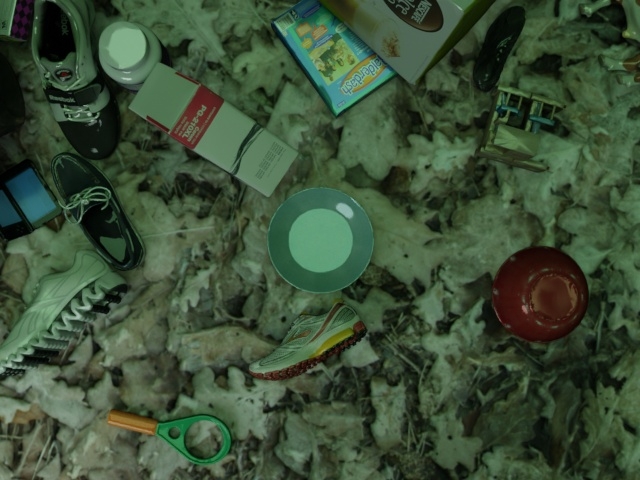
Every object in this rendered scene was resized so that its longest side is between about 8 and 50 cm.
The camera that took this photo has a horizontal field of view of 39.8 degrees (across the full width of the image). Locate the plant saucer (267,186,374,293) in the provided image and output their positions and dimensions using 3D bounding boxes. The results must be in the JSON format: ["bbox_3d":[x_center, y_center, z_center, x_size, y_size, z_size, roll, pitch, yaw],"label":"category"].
[{"bbox_3d":[0.000,0.000,1.627,0.195,0.037,0.194,0,89,0],"label":"plant saucer"}]

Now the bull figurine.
[{"bbox_3d":[0.577,-0.425,1.600,0.189,0.101,0.310,-22,88,4],"label":"bull figurine"}]

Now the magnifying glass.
[{"bbox_3d":[-0.278,0.352,1.634,0.231,0.026,0.092,14,90,-2],"label":"magnifying glass"}]

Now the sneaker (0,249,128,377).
[{"bbox_3d":[-0.490,0.135,1.603,0.292,0.110,0.118,-40,77,-4],"label":"sneaker"}]

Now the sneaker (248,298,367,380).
[{"bbox_3d":[-0.030,0.185,1.614,0.225,0.088,0.092,-28,69,0],"label":"sneaker"}]

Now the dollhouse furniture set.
[{"bbox_3d":[0.364,-0.202,1.555,0.129,0.184,0.129,16,90,0],"label":"dollhouse furniture set"}]

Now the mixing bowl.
[{"bbox_3d":[0.408,0.101,1.597,0.182,0.098,0.181,0,90,1],"label":"mixing bowl"}]

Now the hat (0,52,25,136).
[{"bbox_3d":[-0.608,-0.252,1.561,0.134,0.331,0.331,-17,90,-42],"label":"hat"}]

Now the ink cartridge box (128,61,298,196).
[{"bbox_3d":[-0.180,-0.187,1.509,0.237,0.172,0.100,32,91,-41],"label":"ink cartridge box"}]

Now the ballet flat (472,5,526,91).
[{"bbox_3d":[0.328,-0.356,1.633,0.057,0.049,0.173,26,84,28],"label":"ballet flat"}]

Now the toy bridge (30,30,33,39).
[{"bbox_3d":[-0.480,-0.448,1.634,0.063,0.026,0.188,35,90,3],"label":"toy bridge"}]

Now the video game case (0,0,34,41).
[{"bbox_3d":[-0.567,-0.468,1.566,0.210,0.042,0.232,10,89,41],"label":"video game case"}]

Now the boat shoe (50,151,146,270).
[{"bbox_3d":[-0.411,-0.054,1.606,0.095,0.079,0.254,-30,90,0],"label":"boat shoe"}]

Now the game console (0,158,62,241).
[{"bbox_3d":[-0.554,-0.075,1.613,0.071,0.107,0.122,-34,89,28],"label":"game console"}]

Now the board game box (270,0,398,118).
[{"bbox_3d":[0.033,-0.355,1.623,0.160,0.047,0.210,-35,89,-1],"label":"board game box"}]

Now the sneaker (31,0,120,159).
[{"bbox_3d":[-0.440,-0.283,1.539,0.123,0.146,0.330,-8,114,4],"label":"sneaker"}]

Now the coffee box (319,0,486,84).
[{"bbox_3d":[0.178,-0.525,1.455,0.334,0.337,0.338,43,79,0],"label":"coffee box"}]

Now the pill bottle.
[{"bbox_3d":[-0.326,-0.321,1.550,0.108,0.193,0.108,0,90,0],"label":"pill bottle"}]
